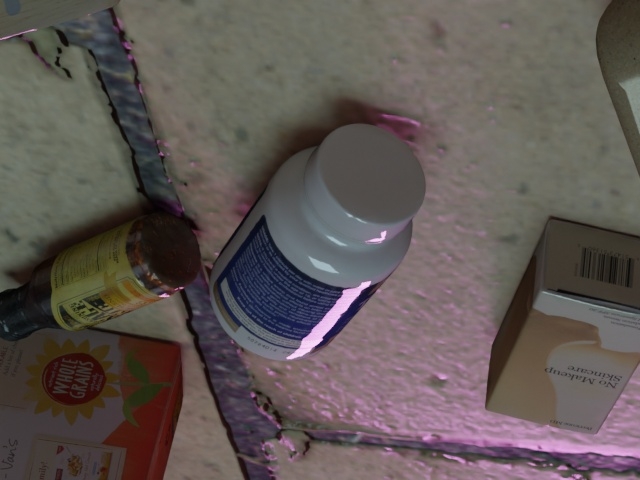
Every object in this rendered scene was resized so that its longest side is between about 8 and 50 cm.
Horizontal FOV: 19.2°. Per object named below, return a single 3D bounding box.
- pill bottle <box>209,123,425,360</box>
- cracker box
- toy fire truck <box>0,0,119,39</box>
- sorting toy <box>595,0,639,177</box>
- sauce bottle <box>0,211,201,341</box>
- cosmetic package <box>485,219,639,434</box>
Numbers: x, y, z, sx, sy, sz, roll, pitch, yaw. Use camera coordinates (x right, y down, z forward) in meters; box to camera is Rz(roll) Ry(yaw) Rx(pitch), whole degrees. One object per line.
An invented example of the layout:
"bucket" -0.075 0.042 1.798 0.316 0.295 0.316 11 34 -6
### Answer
"pill bottle" 0.000 0.000 0.831 0.067 0.067 0.120 21 146 -12
"cracker box" -0.200 0.114 0.983 0.232 0.156 0.067 11 146 3
"toy fire truck" -0.206 -0.054 0.773 0.246 0.158 0.217 9 147 24
"sorting toy" 0.267 -0.009 0.664 0.307 0.041 0.229 -10 112 30
"sauce bottle" -0.113 0.022 0.923 0.042 0.042 0.128 35 141 -31
"cosmetic package" 0.118 0.042 0.879 0.060 0.041 0.115 12 146 0
